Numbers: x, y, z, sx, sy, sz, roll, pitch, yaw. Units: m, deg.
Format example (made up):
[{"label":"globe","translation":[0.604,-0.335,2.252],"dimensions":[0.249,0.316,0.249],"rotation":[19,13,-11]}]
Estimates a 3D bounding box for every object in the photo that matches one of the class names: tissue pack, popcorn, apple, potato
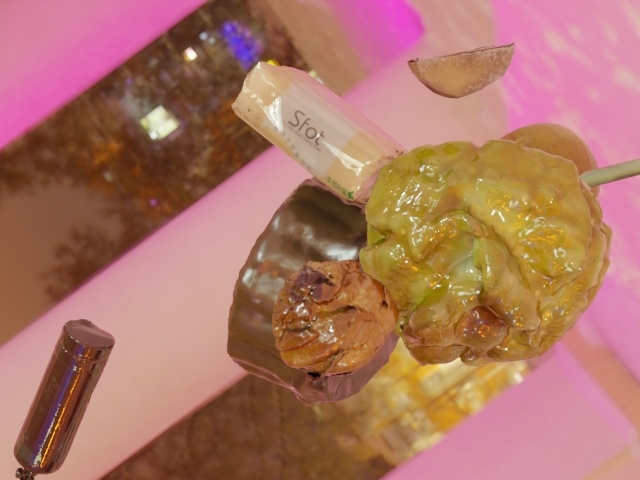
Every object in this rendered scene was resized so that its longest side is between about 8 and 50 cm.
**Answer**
[{"label":"tissue pack","translation":[0.006,-0.145,1.759],"dimensions":[0.222,0.090,0.186],"rotation":[40,-165,14]},{"label":"popcorn","translation":[0.185,0.009,1.462],"dimensions":[0.282,0.282,0.247],"rotation":[55,-151,-78]},{"label":"apple","translation":[0.338,-0.093,2.030],"dimensions":[0.155,0.182,0.182],"rotation":[61,-178,18]},{"label":"potato","translation":[0.106,-0.128,1.023],"dimensions":[0.037,0.093,0.036],"rotation":[0,102,63]}]

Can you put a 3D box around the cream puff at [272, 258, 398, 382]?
[{"label":"cream puff","translation":[0.006,0.072,1.305],"dimensions":[0.104,0.119,0.133],"rotation":[37,-171,-36]}]

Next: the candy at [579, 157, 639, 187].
[{"label":"candy","translation":[0.467,-0.108,1.638],"dimensions":[0.119,0.440,0.119],"rotation":[47,145,50]}]

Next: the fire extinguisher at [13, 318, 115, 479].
[{"label":"fire extinguisher","translation":[-0.352,0.226,1.760],"dimensions":[0.072,0.267,0.089],"rotation":[15,-156,-26]}]

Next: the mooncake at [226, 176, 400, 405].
[{"label":"mooncake","translation":[0.016,0.075,1.894],"dimensions":[0.187,0.324,0.324],"rotation":[27,170,20]}]
